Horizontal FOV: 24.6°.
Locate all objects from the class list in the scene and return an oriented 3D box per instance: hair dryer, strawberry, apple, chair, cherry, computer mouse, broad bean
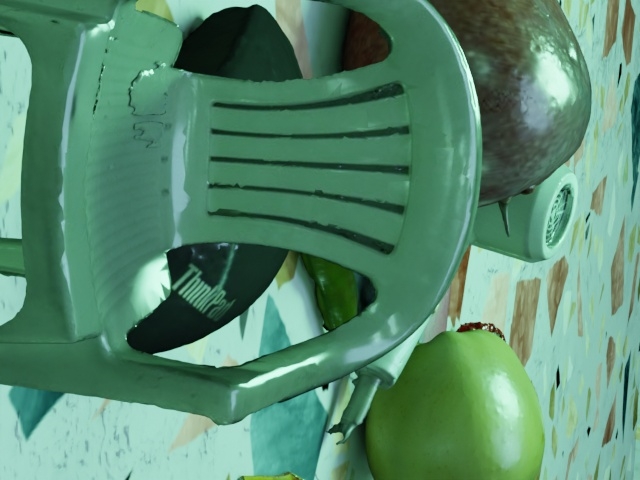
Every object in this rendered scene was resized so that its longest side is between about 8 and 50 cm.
[{"bbox_3d":[0.107,0.055,1.440,0.357,0.173,0.107,-60,150,-21],"label":"hair dryer"},{"bbox_3d":[0.187,0.134,1.798,0.083,0.073,0.073,169,-70,-73],"label":"strawberry"},{"bbox_3d":[0.134,0.190,1.486,0.200,0.200,0.200,6,90,-70],"label":"apple"},{"bbox_3d":[-0.081,-0.037,0.686,0.190,0.274,0.203,-21,118,-69],"label":"chair"},{"bbox_3d":[0.128,-0.152,1.319,0.261,0.221,0.308,-13,95,-78],"label":"cherry"},{"bbox_3d":[-0.066,-0.038,0.981,0.269,0.100,0.170,-59,151,-49],"label":"computer mouse"},{"bbox_3d":[0.001,-0.001,1.257,0.060,0.043,0.297,-61,153,-27],"label":"broad bean"}]

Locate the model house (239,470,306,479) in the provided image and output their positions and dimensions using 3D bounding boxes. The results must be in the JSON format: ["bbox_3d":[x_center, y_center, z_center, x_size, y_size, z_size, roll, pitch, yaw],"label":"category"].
[{"bbox_3d":[-0.012,0.311,1.226,0.136,0.207,0.219,-51,164,6],"label":"model house"}]

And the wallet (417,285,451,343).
[{"bbox_3d":[0.118,0.124,1.643,0.119,0.025,0.232,13,84,-70],"label":"wallet"}]
